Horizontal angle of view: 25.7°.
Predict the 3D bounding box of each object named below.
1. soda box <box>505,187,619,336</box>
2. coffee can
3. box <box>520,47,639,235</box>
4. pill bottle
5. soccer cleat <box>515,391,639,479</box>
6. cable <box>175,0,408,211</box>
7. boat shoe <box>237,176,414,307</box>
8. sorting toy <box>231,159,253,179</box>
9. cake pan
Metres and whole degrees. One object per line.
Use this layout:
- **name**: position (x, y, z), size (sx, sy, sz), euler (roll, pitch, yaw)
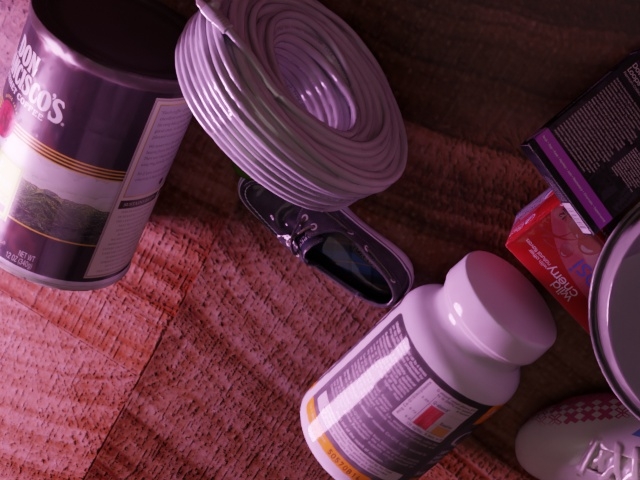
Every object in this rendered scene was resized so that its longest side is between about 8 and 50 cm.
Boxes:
- **soda box**: position (0.316, 0.058, 1.476), size (0.263, 0.092, 0.083), euler (46, 117, -7)
- **coffee can**: position (-0.254, -0.113, 1.513), size (0.201, 0.201, 0.275), euler (28, 119, 3)
- **box**: position (0.294, -0.099, 1.398), size (0.162, 0.029, 0.116), euler (-39, 100, -9)
- **pill bottle**: position (0.118, 0.148, 1.539), size (0.162, 0.162, 0.278), euler (42, 119, -4)
- **soccer cleat**: position (0.368, 0.237, 1.512), size (0.331, 0.143, 0.116), euler (-3, 113, 19)
- **cable**: position (-0.026, -0.145, 1.397), size (0.089, 0.257, 0.257), euler (-36, 76, 31)
- **boat shoe**: position (0.000, 0.000, 1.557), size (0.228, 0.076, 0.080), euler (38, 119, -2)
- **sorting toy**: position (-0.060, -0.111, 1.532), size (0.102, 0.042, 0.061), euler (-30, 77, 10)
- **cake pan**: position (0.407, 0.074, 1.360), size (0.293, 0.054, 0.293), euler (2, 96, 14)
